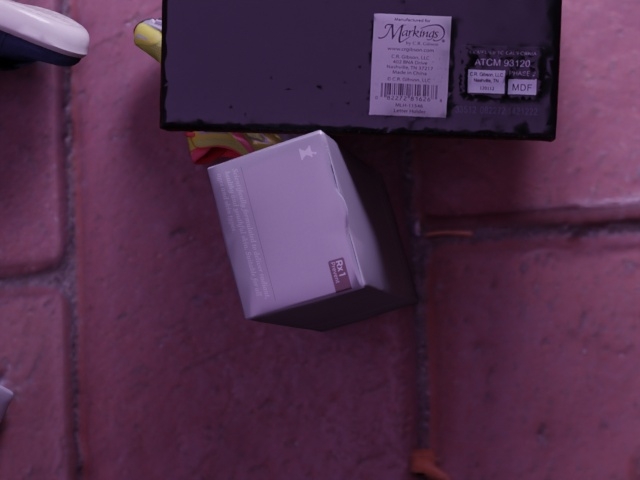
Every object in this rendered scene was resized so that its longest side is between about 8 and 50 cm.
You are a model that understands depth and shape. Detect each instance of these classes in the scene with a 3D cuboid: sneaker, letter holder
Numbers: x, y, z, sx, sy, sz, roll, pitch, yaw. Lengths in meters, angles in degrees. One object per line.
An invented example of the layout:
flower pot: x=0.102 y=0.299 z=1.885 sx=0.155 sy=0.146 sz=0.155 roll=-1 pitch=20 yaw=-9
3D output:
sneaker: x=-0.378 y=-0.166 z=1.405 sx=0.350 sy=0.131 sz=0.148 roll=11 pitch=93 yaw=22
sneaker: x=-0.098 y=-0.117 z=1.336 sx=0.208 sy=0.081 sz=0.094 roll=40 pitch=96 yaw=16
letter holder: x=0.036 y=-0.160 z=1.233 sx=0.302 sy=0.214 sz=0.152 roll=2 pitch=94 yaw=4

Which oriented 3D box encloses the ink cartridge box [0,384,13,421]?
ink cartridge box: x=-0.422 y=0.223 z=1.275 sx=0.129 sy=0.223 sz=0.307 roll=18 pitch=77 yaw=22

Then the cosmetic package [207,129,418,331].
cosmetic package: x=0.000 y=0.000 z=1.209 sx=0.107 sy=0.238 sz=0.127 roll=-17 pitch=79 yaw=14
